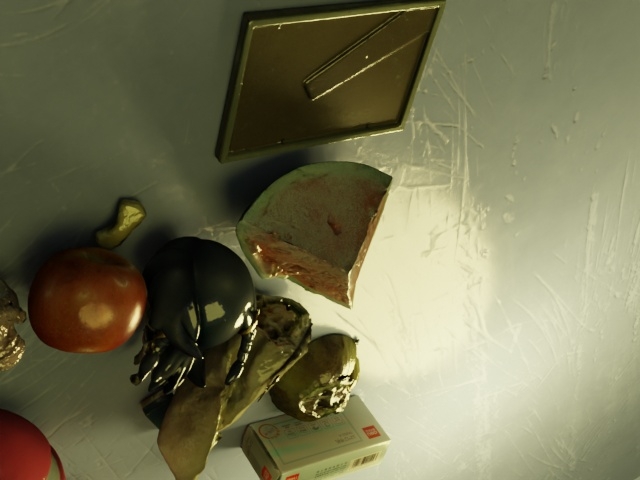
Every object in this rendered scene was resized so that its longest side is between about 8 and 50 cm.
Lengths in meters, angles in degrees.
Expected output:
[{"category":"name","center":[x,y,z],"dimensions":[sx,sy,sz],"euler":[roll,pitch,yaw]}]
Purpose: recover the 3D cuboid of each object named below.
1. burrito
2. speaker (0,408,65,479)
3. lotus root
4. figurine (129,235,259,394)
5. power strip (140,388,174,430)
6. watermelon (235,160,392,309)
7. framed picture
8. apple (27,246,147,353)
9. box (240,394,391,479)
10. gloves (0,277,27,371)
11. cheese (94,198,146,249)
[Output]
[{"category":"burrito","center":[-0.157,0.240,1.809],"dimensions":[0.135,0.190,0.332],"euler":[35,105,-9]},{"category":"speaker","center":[-0.530,0.389,1.639],"dimensions":[0.294,0.294,0.294],"euler":[-23,143,-19]},{"category":"lotus root","center":[0.006,0.271,2.046],"dimensions":[0.203,0.078,0.183],"euler":[-47,144,12]},{"category":"figurine","center":[-0.194,0.115,1.624],"dimensions":[0.197,0.175,0.265],"euler":[-13,147,-16]},{"category":"power strip","center":[-0.262,0.300,1.886],"dimensions":[0.056,0.032,0.123],"euler":[-32,145,-6]},{"category":"watermelon","center":[0.000,0.000,1.662],"dimensions":[0.256,0.176,0.260],"euler":[-18,163,-13]},{"category":"framed picture","center":[0.015,-0.227,1.533],"dimensions":[0.324,0.020,0.241],"euler":[-14,139,-29]},{"category":"apple","center":[-0.316,0.084,1.484],"dimensions":[0.163,0.163,0.139],"euler":[8,106,-45]},{"category":"box","center":[-0.010,0.395,2.125],"dimensions":[0.269,0.135,0.079],"euler":[-10,134,-33]},{"category":"gloves","center":[-0.439,0.102,1.447],"dimensions":[0.094,0.110,0.144],"euler":[-25,144,-21]},{"category":"cheese","center":[-0.278,-0.021,1.511],"dimensions":[0.083,0.030,0.044],"euler":[-43,127,17]}]
